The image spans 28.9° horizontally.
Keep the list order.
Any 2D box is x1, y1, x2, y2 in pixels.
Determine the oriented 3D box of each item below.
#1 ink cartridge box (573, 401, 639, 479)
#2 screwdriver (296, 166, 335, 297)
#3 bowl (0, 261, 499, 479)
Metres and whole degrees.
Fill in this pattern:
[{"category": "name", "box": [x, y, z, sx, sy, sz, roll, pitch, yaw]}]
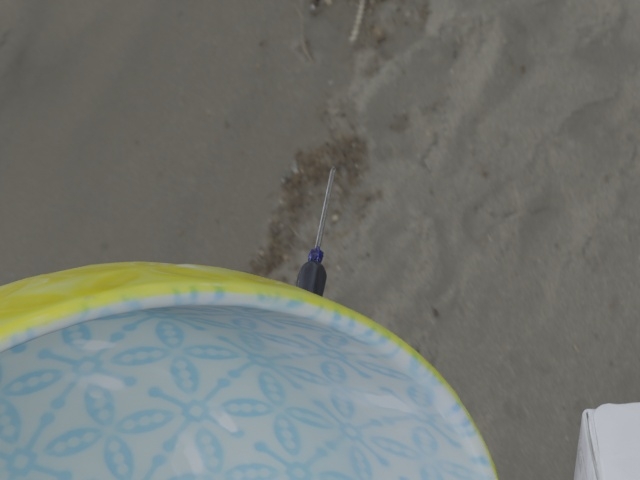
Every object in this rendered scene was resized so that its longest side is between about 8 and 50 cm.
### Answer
[{"category": "ink cartridge box", "box": [0.349, 0.280, 1.191, 0.201, 0.278, 0.117, -3, 47, 3]}, {"category": "screwdriver", "box": [0.000, 0.000, 1.025, 0.024, 0.025, 0.170, -1, 41, 13]}, {"category": "bowl", "box": [-0.092, 0.131, 0.445, 0.289, 0.289, 0.156, -51, 35, -8]}]
